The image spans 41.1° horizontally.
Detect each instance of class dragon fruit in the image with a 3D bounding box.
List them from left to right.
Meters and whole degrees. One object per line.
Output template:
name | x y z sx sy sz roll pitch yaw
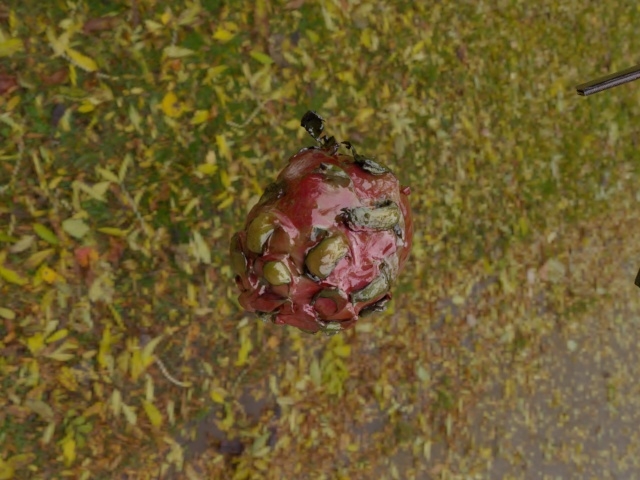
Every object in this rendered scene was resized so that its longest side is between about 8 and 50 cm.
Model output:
dragon fruit | 0.000 0.000 1.232 0.291 0.250 0.269 -34 152 -46

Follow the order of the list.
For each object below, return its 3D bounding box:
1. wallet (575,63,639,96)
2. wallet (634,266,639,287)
wallet | 0.593 -0.319 1.675 0.095 0.176 0.026 -73 142 -75
wallet | 0.593 -0.014 1.403 0.044 0.149 0.250 7 109 -15
